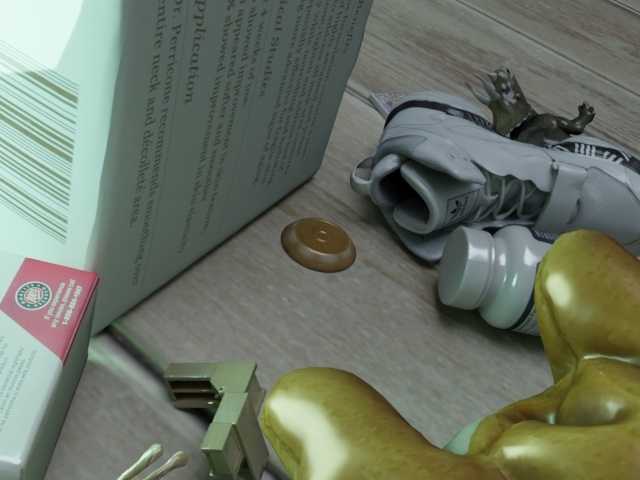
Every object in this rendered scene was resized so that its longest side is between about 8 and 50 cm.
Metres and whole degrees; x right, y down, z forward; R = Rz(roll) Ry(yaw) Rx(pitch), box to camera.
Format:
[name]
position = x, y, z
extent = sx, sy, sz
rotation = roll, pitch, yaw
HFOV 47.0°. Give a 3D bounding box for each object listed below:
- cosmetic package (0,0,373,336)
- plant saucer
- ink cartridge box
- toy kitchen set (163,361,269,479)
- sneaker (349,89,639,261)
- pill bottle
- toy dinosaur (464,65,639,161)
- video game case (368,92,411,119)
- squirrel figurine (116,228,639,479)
[cosmetic package]
position = -0.184, -0.194, 0.683
extent = 0.327, 0.329, 0.394
rotation = 31, 38, 15
[plant saucer]
position = 0.000, 0.000, 0.781
extent = 0.084, 0.015, 0.083
rotation = 12, 38, -9
[ink cartridge box]
position = -0.289, 0.082, 0.482
extent = 0.237, 0.100, 0.172
rotation = 14, 38, -9
[toy kitchen set]
position = -0.083, 0.144, 0.550
extent = 0.075, 0.068, 0.083
rotation = -3, 34, 17
[sneaker]
position = 0.213, -0.045, 0.839
extent = 0.366, 0.137, 0.210
rotation = 25, 38, 15
[pill bottle]
position = 0.218, 0.042, 0.749
extent = 0.180, 0.108, 0.108
rotation = 12, 38, -9
[toy dinosaur]
position = 0.328, -0.110, 1.008
extent = 0.160, 0.121, 0.313
rotation = -11, 50, -18
[video game case]
position = 0.142, -0.189, 1.082
extent = 0.122, 0.011, 0.087
rotation = -4, 43, -28
[squirrel figurine]
position = 0.046, 0.228, 0.321
extent = 0.371, 0.281, 0.397
rotation = -8, 42, -23
